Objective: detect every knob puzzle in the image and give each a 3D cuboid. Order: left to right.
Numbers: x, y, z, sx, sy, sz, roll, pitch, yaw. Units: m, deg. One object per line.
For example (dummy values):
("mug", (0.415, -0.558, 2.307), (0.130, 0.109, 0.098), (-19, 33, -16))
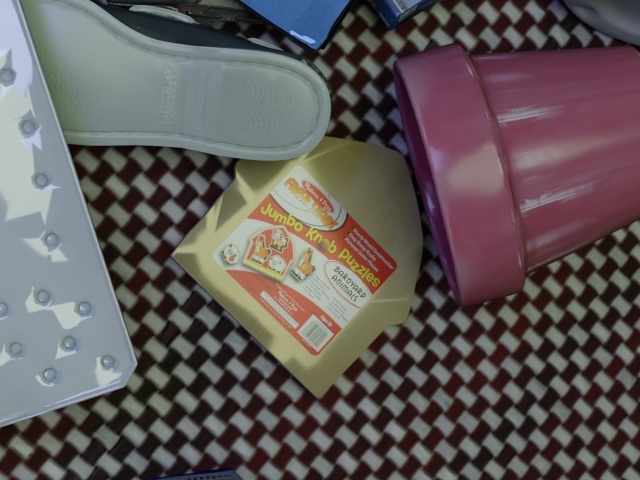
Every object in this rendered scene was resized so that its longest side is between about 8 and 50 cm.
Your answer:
("knob puzzle", (0.000, 0.000, 1.024), (0.213, 0.030, 0.213), (0, 90, -15))

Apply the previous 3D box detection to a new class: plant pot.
("plant pot", (0.167, -0.065, 0.961), (0.180, 0.201, 0.201), (-14, 94, 2))

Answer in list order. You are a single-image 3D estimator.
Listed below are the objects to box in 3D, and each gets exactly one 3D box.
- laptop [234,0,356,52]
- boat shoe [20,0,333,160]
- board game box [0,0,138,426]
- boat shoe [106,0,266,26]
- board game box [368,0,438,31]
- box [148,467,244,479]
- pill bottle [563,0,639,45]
("laptop", (-0.088, -0.389, 0.806), (0.408, 0.236, 0.382), (14, 115, -52))
("boat shoe", (-0.141, -0.124, 0.954), (0.302, 0.091, 0.114), (16, 102, -4))
("board game box", (-0.370, -0.028, 0.875), (0.389, 0.050, 0.390), (-18, 95, -3))
("boat shoe", (-0.097, -0.189, 0.985), (0.152, 0.056, 0.049), (-2, 123, -11))
("board game box", (0.101, -0.282, 1.031), (0.201, 0.035, 0.136), (-33, 83, -13))
("box", (-0.083, 0.250, 0.945), (0.072, 0.137, 0.126), (-6, 92, -14))
("pill bottle", (0.319, -0.315, 1.043), (0.161, 0.161, 0.283), (21, 85, -14))
